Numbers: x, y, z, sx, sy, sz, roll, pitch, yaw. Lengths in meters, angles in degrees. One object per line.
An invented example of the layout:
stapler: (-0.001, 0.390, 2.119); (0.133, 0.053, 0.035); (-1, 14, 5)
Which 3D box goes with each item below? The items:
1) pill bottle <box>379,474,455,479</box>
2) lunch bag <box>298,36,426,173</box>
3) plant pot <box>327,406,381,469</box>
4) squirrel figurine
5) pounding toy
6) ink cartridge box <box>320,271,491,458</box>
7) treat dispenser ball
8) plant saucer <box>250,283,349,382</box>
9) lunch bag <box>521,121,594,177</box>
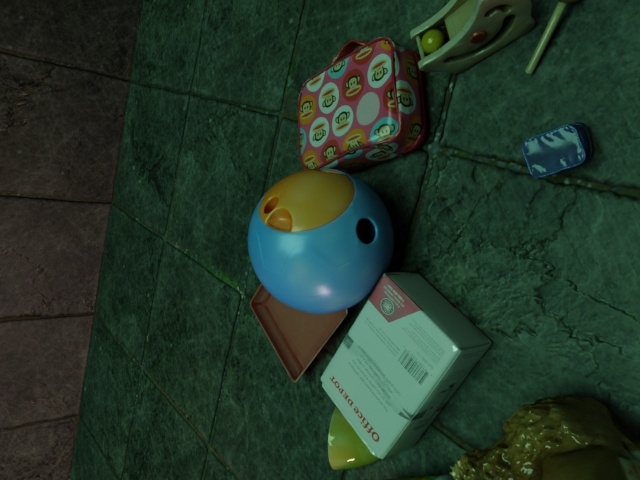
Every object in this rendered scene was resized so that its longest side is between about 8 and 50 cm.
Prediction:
pill bottle: (0.155, 0.512, 0.957); (0.246, 0.136, 0.136); (-30, 67, 42)
lunch bag: (0.073, -0.286, 1.089); (0.293, 0.120, 0.258); (-12, 79, 46)
plant pot: (0.083, 0.402, 1.061); (0.095, 0.134, 0.134); (0, 88, 21)
squirrel figurine: (0.357, 0.437, 0.705); (0.397, 0.281, 0.370); (44, 130, 54)
pounding toy: (0.277, -0.349, 0.853); (0.270, 0.154, 0.154); (-25, 71, 44)
ink cartridge box: (0.149, 0.232, 0.988); (0.207, 0.117, 0.283); (47, 120, 37)
treat dispenser ball: (0.000, 0.000, 1.032); (0.288, 0.288, 0.288); (-3, 86, 46)
plant saucer: (-0.049, 0.160, 1.252); (0.259, 0.048, 0.258); (54, 125, 34)
lunch bag: (0.369, -0.140, 0.813); (0.098, 0.065, 0.067); (-16, 92, 44)
